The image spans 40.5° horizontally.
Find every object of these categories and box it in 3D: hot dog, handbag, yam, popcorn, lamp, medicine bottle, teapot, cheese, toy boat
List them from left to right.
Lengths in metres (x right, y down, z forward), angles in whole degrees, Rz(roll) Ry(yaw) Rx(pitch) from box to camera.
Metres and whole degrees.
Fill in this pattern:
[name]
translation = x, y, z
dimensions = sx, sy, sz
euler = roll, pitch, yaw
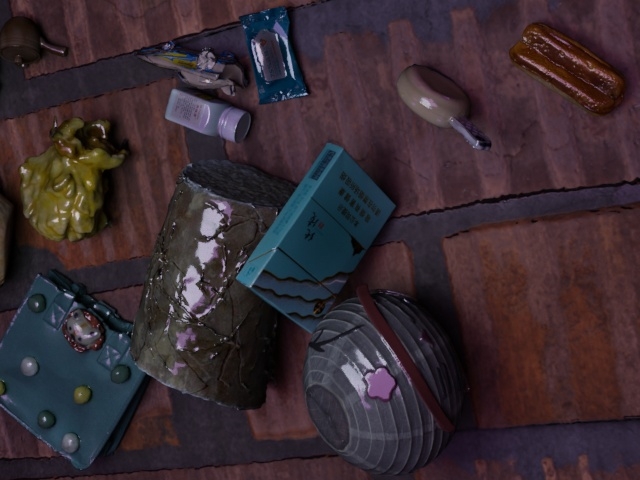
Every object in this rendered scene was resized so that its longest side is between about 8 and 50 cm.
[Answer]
[teapot]
translation = -0.479, -0.326, 1.456
dimensions = 0.110, 0.085, 0.080
euler = 1, 75, -8
[handbag]
translation = -0.439, 0.226, 1.497
dimensions = 0.268, 0.100, 0.274
euler = 36, 109, 13
[popcorn]
translation = -0.398, -0.094, 1.397
dimensions = 0.195, 0.173, 0.168
euler = -44, 40, 26
[toy boat]
translation = -0.209, -0.274, 1.350
dimensions = 0.210, 0.084, 0.066
euler = 17, 100, 27
[medicine bottle]
translation = -0.171, -0.194, 1.343
dimensions = 0.118, 0.074, 0.055
euler = 24, 105, 15
[yam]
translation = -0.147, 0.067, 1.295
dimensions = 0.241, 0.241, 0.348
euler = 18, 103, 17
[lamp]
translation = 0.092, 0.196, 1.234
dimensions = 0.233, 0.233, 0.265
euler = -32, 86, 22
[cheese]
translation = 0.178, -0.183, 1.209
dimensions = 0.171, 0.092, 0.048
euler = 40, 125, 18
[hot dog]
translation = 0.335, -0.229, 1.166
dimensions = 0.165, 0.045, 0.071
euler = 36, 107, 12

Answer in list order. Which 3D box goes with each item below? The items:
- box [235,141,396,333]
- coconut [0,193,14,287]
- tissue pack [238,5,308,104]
[box]
translation = 0.000, 0.001, 1.224
dimensions = 0.041, 0.162, 0.229
euler = 26, 78, 43
[coconut]
translation = -0.647, -0.001, 1.451
dimensions = 0.259, 0.259, 0.259
euler = 3, 100, 20
[tissue pack]
translation = -0.070, -0.281, 1.319
dimensions = 0.085, 0.028, 0.138
euler = -8, 101, 25
